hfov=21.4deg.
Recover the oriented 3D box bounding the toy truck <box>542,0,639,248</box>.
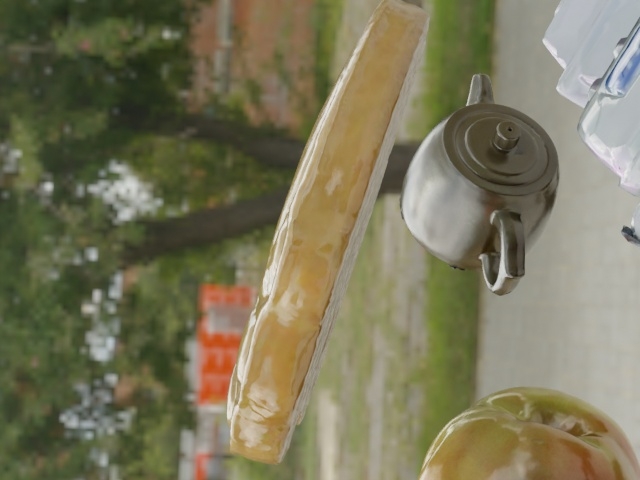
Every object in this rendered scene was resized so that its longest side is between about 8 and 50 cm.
[{"bbox_3d":[0.160,-0.066,0.600,0.124,0.155,0.268,-60,-4,17],"label":"toy truck"}]

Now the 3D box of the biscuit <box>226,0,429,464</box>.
[{"bbox_3d":[0.000,0.000,1.207,0.312,0.057,0.351,-63,-9,-63],"label":"biscuit"}]

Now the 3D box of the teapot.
[{"bbox_3d":[0.084,-0.027,0.834,0.068,0.076,0.121,110,159,-51],"label":"teapot"}]

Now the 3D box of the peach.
[{"bbox_3d":[0.155,0.201,1.233,0.184,0.184,0.184,-177,90,-87],"label":"peach"}]
